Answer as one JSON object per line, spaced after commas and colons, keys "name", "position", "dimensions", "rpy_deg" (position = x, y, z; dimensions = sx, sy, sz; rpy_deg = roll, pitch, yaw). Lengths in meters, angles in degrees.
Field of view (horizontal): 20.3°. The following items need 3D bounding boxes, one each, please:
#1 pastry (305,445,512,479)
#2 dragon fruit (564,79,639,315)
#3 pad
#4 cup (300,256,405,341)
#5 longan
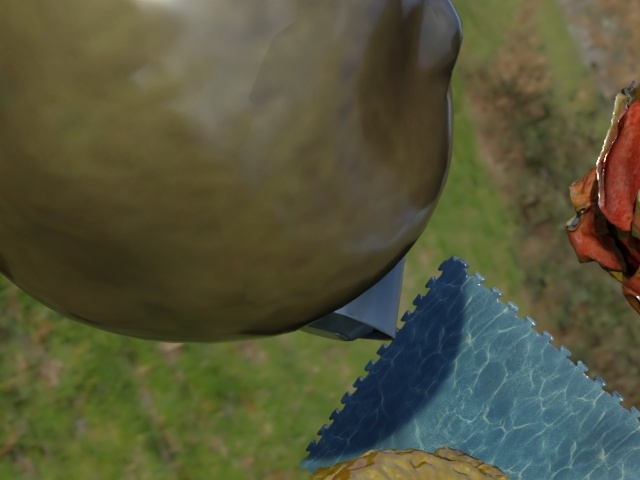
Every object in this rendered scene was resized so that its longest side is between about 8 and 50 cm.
{"name": "pastry", "position": [0.077, 0.266, 1.378], "dimensions": [0.240, 0.132, 0.235], "rpy_deg": [34, 33, 8]}
{"name": "dragon fruit", "position": [0.301, -0.038, 1.219], "dimensions": [0.244, 0.299, 0.244], "rpy_deg": [19, 66, -52]}
{"name": "pad", "position": [0.141, 0.193, 1.615], "dimensions": [0.269, 0.270, 0.012], "rpy_deg": [40, 21, 17]}
{"name": "cup", "position": [0.000, 0.000, 1.260], "dimensions": [0.128, 0.095, 0.129], "rpy_deg": [27, 71, -51]}
{"name": "longan", "position": [-0.081, -0.109, 1.037], "dimensions": [0.361, 0.361, 0.361], "rpy_deg": [46, 31, -38]}
